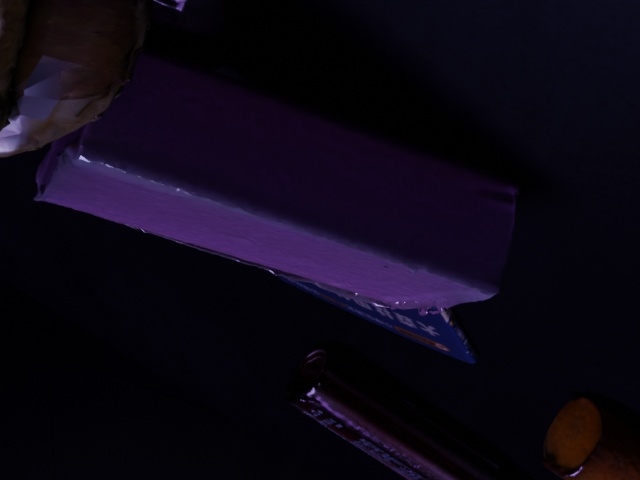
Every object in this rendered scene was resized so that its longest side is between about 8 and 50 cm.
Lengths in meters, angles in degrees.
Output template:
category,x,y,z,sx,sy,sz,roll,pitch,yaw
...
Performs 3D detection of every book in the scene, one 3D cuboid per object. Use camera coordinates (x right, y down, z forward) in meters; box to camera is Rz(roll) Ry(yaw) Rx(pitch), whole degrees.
category,x,y,z,sx,sy,sz,roll,pitch,yaw
book,0.000,0.000,1.078,0.228,0.018,0.322,24,163,31

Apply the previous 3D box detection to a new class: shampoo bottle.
category,x,y,z,sx,sy,sz,roll,pitch,yaw
shampoo bottle,0.114,0.240,1.504,0.323,0.084,0.129,34,168,-10

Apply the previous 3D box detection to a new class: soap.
category,x,y,z,sx,sy,sz,roll,pitch,yaw
soap,-0.033,-0.031,0.783,0.259,0.081,0.181,19,168,-15

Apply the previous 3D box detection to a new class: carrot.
category,x,y,z,sx,sy,sz,roll,pitch,yaw
carrot,0.287,0.208,1.087,0.205,0.072,0.072,30,167,-17

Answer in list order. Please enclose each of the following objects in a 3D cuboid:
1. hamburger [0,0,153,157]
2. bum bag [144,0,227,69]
category,x,y,z,sx,sy,sz,roll,pitch,yaw
hamburger,-0.213,-0.162,0.601,0.285,0.134,0.265,21,136,11
bum bag,-0.199,-0.191,0.723,0.340,0.095,0.144,31,161,-5
